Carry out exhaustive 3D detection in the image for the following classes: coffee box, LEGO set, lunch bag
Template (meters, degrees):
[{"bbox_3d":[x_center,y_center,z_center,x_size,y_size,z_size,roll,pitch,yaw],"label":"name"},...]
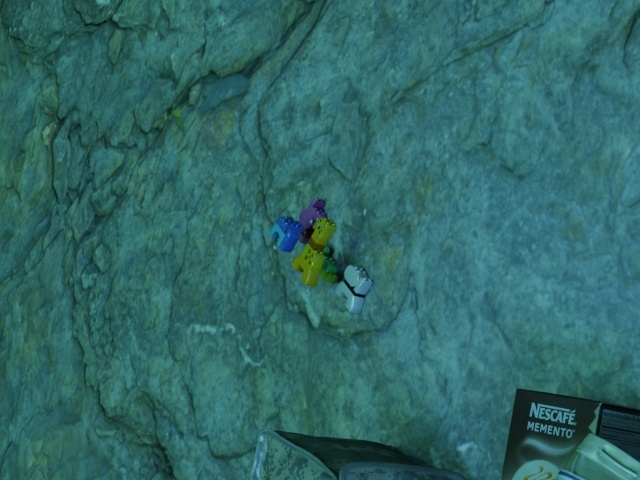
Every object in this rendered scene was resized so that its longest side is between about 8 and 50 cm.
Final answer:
[{"bbox_3d":[0.284,0.304,1.668,0.141,0.098,0.247,3,81,53],"label":"coffee box"},{"bbox_3d":[0.000,0.000,2.154,0.093,0.087,0.227,-60,40,21],"label":"LEGO set"},{"bbox_3d":[0.069,0.353,1.818,0.287,0.235,0.169,21,97,53],"label":"lunch bag"}]

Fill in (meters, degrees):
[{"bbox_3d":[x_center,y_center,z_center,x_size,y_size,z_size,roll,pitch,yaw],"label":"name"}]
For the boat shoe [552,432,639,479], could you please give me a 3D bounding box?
[{"bbox_3d":[0.379,0.293,1.489,0.302,0.109,0.094,24,83,29],"label":"boat shoe"}]
